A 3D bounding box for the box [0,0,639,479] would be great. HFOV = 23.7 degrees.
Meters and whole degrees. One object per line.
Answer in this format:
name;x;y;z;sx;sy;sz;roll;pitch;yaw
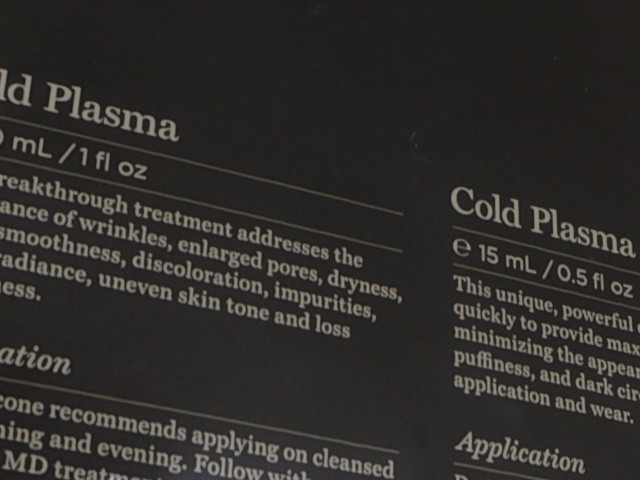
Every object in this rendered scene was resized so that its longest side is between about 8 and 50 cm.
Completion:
box;0.000;0.000;0.556;0.179;0.343;0.312;137;-38;-55
